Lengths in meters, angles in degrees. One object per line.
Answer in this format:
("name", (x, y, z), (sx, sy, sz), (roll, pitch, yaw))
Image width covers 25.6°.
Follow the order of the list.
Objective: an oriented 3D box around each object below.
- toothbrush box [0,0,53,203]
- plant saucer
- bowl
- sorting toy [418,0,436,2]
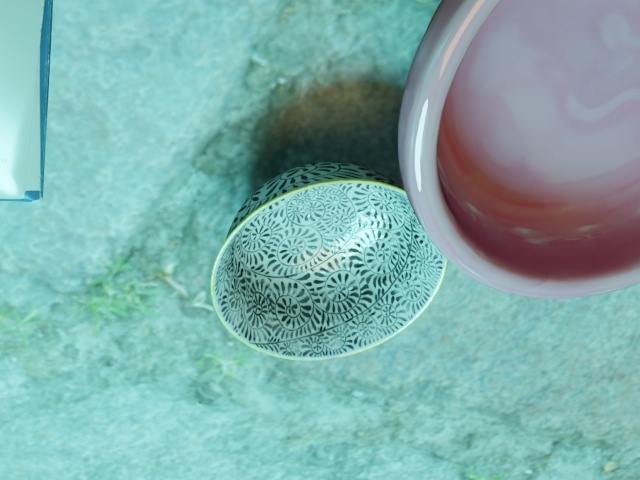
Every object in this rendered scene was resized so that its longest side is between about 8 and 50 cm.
("toothbrush box", (-0.243, -0.155, 0.672), (0.216, 0.295, 0.126), (1, 129, -14))
("plant saucer", (0.198, -0.113, 0.940), (0.332, 0.084, 0.332), (-13, 131, -16))
("bowl", (0.000, 0.000, 1.013), (0.170, 0.080, 0.170), (-7, 131, -8))
("sorting toy", (0.028, -0.257, 0.831), (0.208, 0.038, 0.193), (20, 123, -23))
